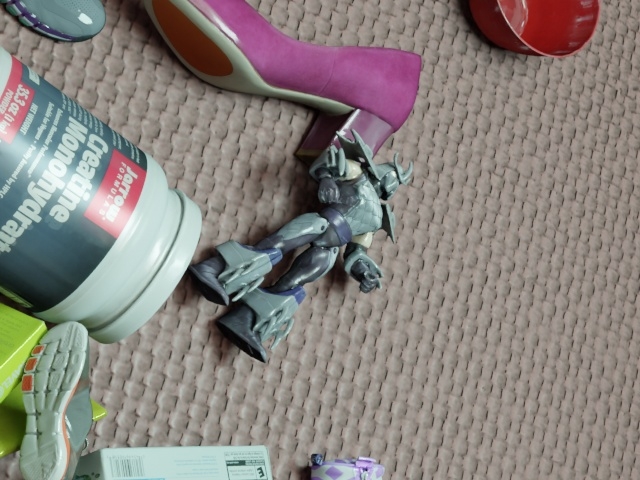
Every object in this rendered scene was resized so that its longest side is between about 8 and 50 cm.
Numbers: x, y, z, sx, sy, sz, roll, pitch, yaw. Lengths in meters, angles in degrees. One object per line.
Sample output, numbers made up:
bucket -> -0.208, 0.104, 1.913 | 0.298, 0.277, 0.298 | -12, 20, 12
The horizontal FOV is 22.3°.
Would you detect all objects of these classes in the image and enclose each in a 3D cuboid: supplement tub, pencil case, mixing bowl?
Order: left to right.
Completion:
supplement tub -> -0.268, -0.041, 1.542 | 0.272, 0.191, 0.191 | 36, 62, -26
pencil case -> 0.034, 0.333, 1.761 | 0.086, 0.088, 0.206 | 4, 80, -34
mixing bowl -> 0.252, -0.304, 2.029 | 0.181, 0.098, 0.181 | 8, 77, -35

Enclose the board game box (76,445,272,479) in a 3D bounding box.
board game box -> -0.132, 0.357, 1.576 | 0.224, 0.097, 0.303 | 7, 66, -45

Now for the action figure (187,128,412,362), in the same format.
action figure -> 0.000, 0.000, 1.768 | 0.285, 0.099, 0.185 | -39, 123, -20

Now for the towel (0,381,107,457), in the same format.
towel -> -0.325, 0.183, 1.523 | 0.237, 0.102, 0.021 | -19, 125, -37

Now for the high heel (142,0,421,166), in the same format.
high heel -> -0.038, -0.229, 1.784 | 0.377, 0.127, 0.181 | 43, 69, -40

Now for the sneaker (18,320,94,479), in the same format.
sneaker -> -0.239, 0.155, 1.508 | 0.065, 0.061, 0.157 | 32, 65, -61

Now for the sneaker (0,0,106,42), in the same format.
sneaker -> -0.293, -0.286, 1.626 | 0.224, 0.098, 0.083 | 41, 61, -23

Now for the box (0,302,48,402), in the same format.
box -> -0.345, 0.129, 1.505 | 0.178, 0.109, 0.042 | -48, 143, -31
